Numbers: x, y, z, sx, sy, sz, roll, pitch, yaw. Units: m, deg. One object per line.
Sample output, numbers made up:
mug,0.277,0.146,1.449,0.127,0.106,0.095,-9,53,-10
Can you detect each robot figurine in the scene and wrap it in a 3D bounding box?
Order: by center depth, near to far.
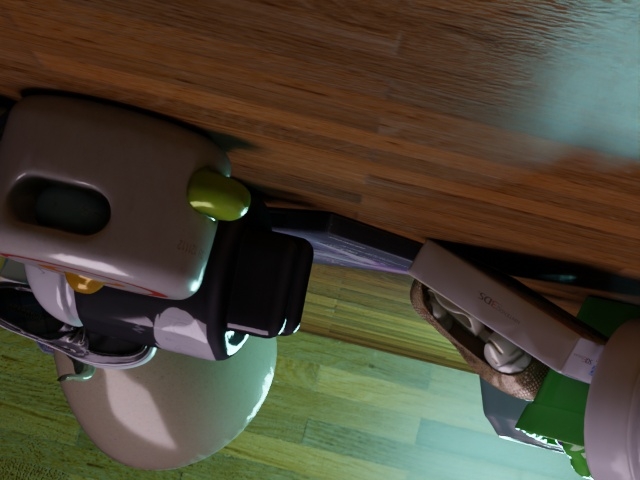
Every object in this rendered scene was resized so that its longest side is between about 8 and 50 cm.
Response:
robot figurine,-0.151,0.017,1.674,0.278,0.174,0.209,12,144,15

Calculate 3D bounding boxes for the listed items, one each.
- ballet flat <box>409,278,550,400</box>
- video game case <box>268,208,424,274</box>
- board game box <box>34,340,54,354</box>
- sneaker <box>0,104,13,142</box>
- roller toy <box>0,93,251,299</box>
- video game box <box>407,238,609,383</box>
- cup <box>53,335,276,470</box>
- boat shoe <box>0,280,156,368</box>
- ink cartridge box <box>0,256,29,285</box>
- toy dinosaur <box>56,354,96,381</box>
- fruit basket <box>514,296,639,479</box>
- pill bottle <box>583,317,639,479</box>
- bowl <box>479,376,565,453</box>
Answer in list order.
ballet flat,0.182,0.106,1.941,0.206,0.073,0.067,36,167,16
video game case,0.000,0.000,1.843,0.196,0.026,0.274,19,171,-37
board game box,-0.427,0.071,2.632,0.194,0.194,0.060,10,173,27
sneaker,-0.352,-0.087,1.431,0.131,0.112,0.296,11,172,30
roller toy,-0.180,-0.028,1.417,0.191,0.146,0.209,18,173,-28
video game box,0.212,0.080,1.714,0.205,0.048,0.187,34,-171,35
cup,-0.258,0.138,2.492,0.331,0.331,0.237,11,156,27
boat shoe,-0.317,0.101,2.138,0.228,0.080,0.076,21,174,3
ink cartridge box,-0.347,0.012,2.268,0.353,0.119,0.207,11,174,21
toy dinosaur,-0.292,0.137,2.281,0.118,0.064,0.268,-18,-165,-5
fruit basket,0.392,0.269,1.831,0.392,0.392,0.283,11,174,21
pill bottle,0.458,0.186,1.552,0.407,0.229,0.229,9,172,36
bowl,0.339,0.202,2.275,0.311,0.163,0.311,13,173,2
